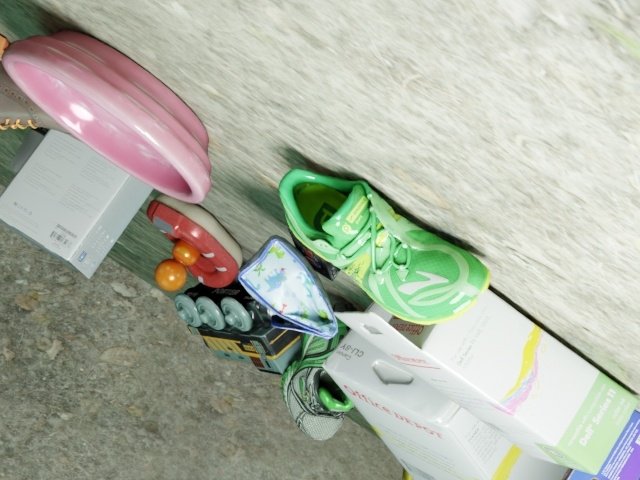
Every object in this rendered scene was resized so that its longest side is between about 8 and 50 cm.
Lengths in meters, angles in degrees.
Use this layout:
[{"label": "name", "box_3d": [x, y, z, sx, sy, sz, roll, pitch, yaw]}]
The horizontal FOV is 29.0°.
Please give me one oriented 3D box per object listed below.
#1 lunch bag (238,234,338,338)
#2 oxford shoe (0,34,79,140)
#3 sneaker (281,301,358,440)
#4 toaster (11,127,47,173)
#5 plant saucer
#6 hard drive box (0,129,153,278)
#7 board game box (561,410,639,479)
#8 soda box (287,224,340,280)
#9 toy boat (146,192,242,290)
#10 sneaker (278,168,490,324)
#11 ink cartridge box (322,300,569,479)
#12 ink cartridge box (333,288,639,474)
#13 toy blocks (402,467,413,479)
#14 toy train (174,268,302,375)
[{"label": "lunch bag", "box_3d": [-0.037, 0.072, 1.701, 0.151, 0.096, 0.129, 43, -178, -5]}, {"label": "oxford shoe", "box_3d": [-0.462, -0.212, 1.935, 0.363, 0.133, 0.130, 31, 167, 14]}, {"label": "sneaker", "box_3d": [0.006, 0.266, 2.222, 0.134, 0.146, 0.344, -4, 141, -9]}, {"label": "toaster", "box_3d": [-0.502, -0.122, 2.465, 0.185, 0.110, 0.168, 29, 168, 23]}, {"label": "plant saucer", "box_3d": [-0.278, -0.179, 1.694, 0.332, 0.084, 0.332, 33, 167, 8]}, {"label": "hard drive box", "box_3d": [-0.388, -0.085, 2.001, 0.181, 0.232, 0.089, 30, 168, 22]}, {"label": "board game box", "box_3d": [0.338, 0.402, 1.703, 0.078, 0.347, 0.233, 32, 168, 13]}, {"label": "soda box", "box_3d": [0.000, 0.000, 1.727, 0.060, 0.053, 0.169, 32, 168, 15]}, {"label": "toy boat", "box_3d": [-0.247, 0.026, 2.264, 0.151, 0.151, 0.231, 27, 166, 31]}, {"label": "sneaker", "box_3d": [0.060, 0.005, 1.447, 0.295, 0.109, 0.123, 28, 171, 30]}, {"label": "ink cartridge box", "box_3d": [0.220, 0.285, 1.917, 0.279, 0.160, 0.385, 20, 155, 47]}, {"label": "ink cartridge box", "box_3d": [0.207, 0.148, 1.598, 0.353, 0.119, 0.207, 36, 170, -10]}, {"label": "toy blocks", "box_3d": [0.170, 0.319, 2.323, 0.261, 0.190, 0.381, 50, 174, -12]}, {"label": "toy train", "box_3d": [-0.151, 0.159, 2.396, 0.334, 0.142, 0.190, 0, 122, 54]}]
